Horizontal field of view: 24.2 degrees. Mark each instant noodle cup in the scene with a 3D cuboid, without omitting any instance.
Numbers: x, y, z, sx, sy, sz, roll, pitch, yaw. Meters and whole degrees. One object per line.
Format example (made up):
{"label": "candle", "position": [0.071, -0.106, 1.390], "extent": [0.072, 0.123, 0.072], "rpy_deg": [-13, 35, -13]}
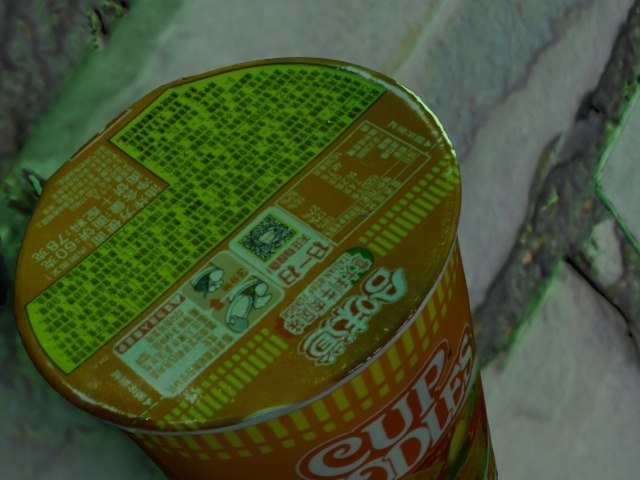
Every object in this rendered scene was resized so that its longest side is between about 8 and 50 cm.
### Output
{"label": "instant noodle cup", "position": [-0.006, 0.051, 0.576], "extent": [0.168, 0.168, 0.185], "rpy_deg": [-57, 145, -27]}

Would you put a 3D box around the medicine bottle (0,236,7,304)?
{"label": "medicine bottle", "position": [-0.289, 0.069, 0.411], "extent": [0.426, 0.108, 0.108], "rpy_deg": [-28, 102, -38]}
